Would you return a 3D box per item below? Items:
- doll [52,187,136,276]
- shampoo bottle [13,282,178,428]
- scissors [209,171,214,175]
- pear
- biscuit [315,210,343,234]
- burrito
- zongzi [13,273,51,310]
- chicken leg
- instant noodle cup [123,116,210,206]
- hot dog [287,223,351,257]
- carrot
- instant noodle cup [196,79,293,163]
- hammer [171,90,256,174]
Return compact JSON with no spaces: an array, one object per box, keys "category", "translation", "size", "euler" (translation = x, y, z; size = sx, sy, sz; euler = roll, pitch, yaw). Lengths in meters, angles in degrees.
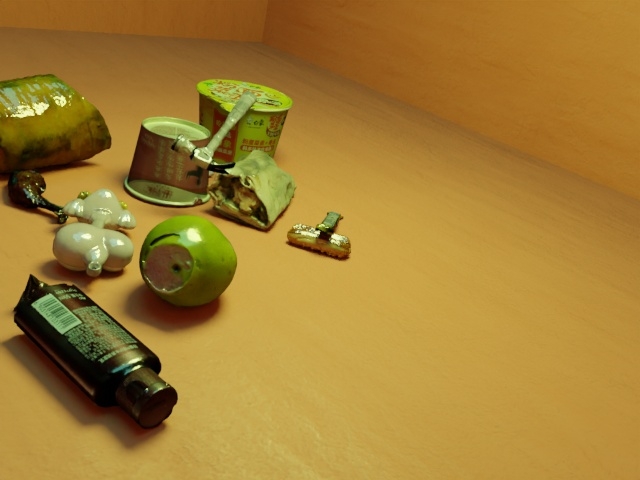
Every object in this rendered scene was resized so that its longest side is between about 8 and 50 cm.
[{"category":"doll","translation":[-0.476,-0.023,1.475],"size":[0.160,0.094,0.365],"euler":[15,24,-20]},{"category":"shampoo bottle","translation":[-0.355,0.180,1.104],"size":[0.323,0.084,0.129],"euler":[30,33,31]},{"category":"scissors","translation":[-0.418,-0.212,2.001],"size":[0.212,0.021,0.110],"euler":[5,23,-19]},{"category":"pear","translation":[-0.254,0.038,1.361],"size":[0.187,0.188,0.219],"euler":[19,6,15]},{"category":"biscuit","translation":[0.026,-0.052,1.798],"size":[0.048,0.026,0.292],"euler":[22,11,3]},{"category":"burrito","translation":[-0.169,-0.160,1.870],"size":[0.190,0.135,0.332],"euler":[17,24,5]},{"category":"zongzi","translation":[-0.515,0.105,1.239],"size":[0.067,0.073,0.083],"euler":[37,-6,43]},{"category":"chicken leg","translation":[-0.672,-0.108,1.621],"size":[0.105,0.051,0.253],"euler":[-3,31,-43]},{"category":"instant noodle cup","translation":[-0.392,-0.215,1.828],"size":[0.234,0.179,0.235],"euler":[12,23,-5]},{"category":"hot dog","translation":[0.000,0.000,1.714],"size":[0.165,0.045,0.071],"euler":[17,23,8]},{"category":"carrot","translation":[-0.739,-0.303,1.777],"size":[0.241,0.242,0.340],"euler":[25,29,26]},{"category":"instant noodle cup","translation":[-0.251,-0.351,2.143],"size":[0.311,0.222,0.311],"euler":[10,24,-4]},{"category":"hammer","translation":[-0.251,-0.307,1.814],"size":[0.152,0.044,0.427],"euler":[30,36,-10]}]
